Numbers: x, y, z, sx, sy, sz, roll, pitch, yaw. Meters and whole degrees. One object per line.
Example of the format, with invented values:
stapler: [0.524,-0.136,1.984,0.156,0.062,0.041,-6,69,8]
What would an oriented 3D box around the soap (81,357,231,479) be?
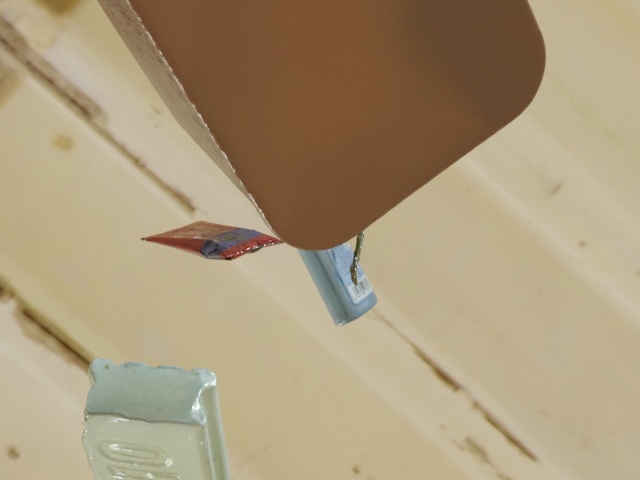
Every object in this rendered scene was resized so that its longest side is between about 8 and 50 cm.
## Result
soap: [-0.142,0.189,1.111,0.198,0.114,0.063,86,11,-47]

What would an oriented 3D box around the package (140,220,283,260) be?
package: [-0.132,-0.001,1.542,0.083,0.022,0.200,-22,-160,-37]

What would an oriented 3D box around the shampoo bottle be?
shampoo bottle: [0.000,0.000,1.939,0.061,0.258,0.104,-25,-176,30]

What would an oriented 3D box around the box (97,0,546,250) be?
box: [-0.038,-0.208,0.895,0.239,0.339,0.229,-36,-147,-8]

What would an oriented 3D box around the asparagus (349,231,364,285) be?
asparagus: [0.058,-0.006,1.903,0.016,0.016,0.163,108,-8,-67]
